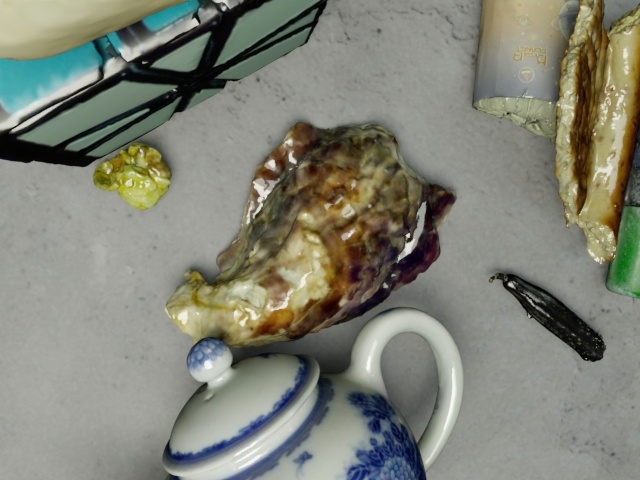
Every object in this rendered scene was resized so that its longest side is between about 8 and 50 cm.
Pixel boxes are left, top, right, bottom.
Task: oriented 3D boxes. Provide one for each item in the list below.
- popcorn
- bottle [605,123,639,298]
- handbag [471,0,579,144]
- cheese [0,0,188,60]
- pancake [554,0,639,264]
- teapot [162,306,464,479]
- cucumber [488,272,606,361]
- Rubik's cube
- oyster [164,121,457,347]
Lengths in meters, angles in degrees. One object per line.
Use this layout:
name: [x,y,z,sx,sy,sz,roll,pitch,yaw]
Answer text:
popcorn: [-0.190,-0.064,0.615,0.083,0.059,0.068,1,95,1]
bottle: [0.394,-0.096,0.672,0.093,0.093,0.330,10,94,-8]
handbag: [0.224,-0.193,0.642,0.117,0.095,0.173,7,91,-9]
cheese: [-0.072,-0.292,0.290,0.328,0.129,0.351,-14,98,-4]
pancake: [0.296,-0.129,0.630,0.212,0.056,0.257,-59,141,-25]
teapot: [-0.039,0.207,0.559,0.424,0.252,0.280,-32,101,-17]
cucumber: [0.257,0.082,0.700,0.163,0.043,0.039,38,131,-6]
Rubik's cube: [-0.176,-0.246,0.489,0.288,0.293,0.283,-30,96,-6]
oyster: [0.002,-0.002,0.628,0.275,0.100,0.271,14,78,-4]
